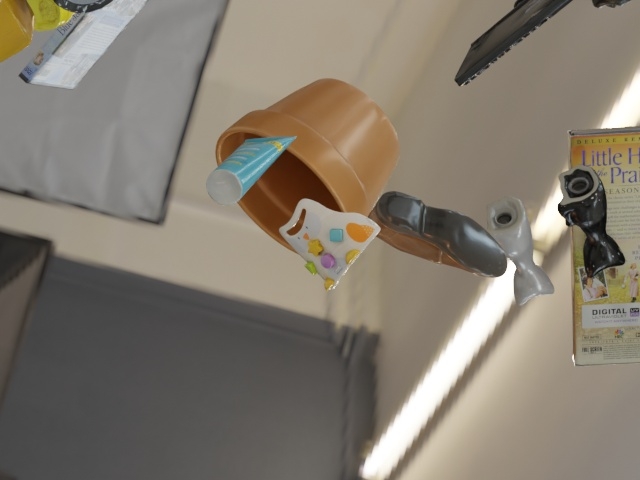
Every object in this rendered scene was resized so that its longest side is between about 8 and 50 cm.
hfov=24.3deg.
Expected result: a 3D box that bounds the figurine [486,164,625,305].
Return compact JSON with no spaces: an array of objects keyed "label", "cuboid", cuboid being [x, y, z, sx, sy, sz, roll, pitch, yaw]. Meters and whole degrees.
[{"label":"figurine","cuboid":[0.392,0.006,2.489,0.092,0.215,0.209,-105,169,-50]}]

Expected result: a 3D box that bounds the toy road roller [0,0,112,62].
[{"label":"toy road roller","cuboid":[-0.377,-0.323,1.505,0.202,0.329,0.240,54,-6,36]}]

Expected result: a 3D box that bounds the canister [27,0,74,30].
[{"label":"canister","cuboid":[-0.305,-0.346,1.825,0.170,0.073,0.126,-43,124,-48]}]

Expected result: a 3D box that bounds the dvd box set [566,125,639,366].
[{"label":"dvd box set","cuboid":[0.587,0.007,2.586,0.062,0.308,0.420,-84,170,-75]}]

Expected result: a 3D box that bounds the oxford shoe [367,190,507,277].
[{"label":"oxford shoe","cuboid":[0.163,0.000,2.084,0.076,0.212,0.076,-49,-162,54]}]

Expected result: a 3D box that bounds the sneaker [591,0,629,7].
[{"label":"sneaker","cuboid":[0.454,-0.471,2.541,0.087,0.227,0.130,-47,151,-18]}]

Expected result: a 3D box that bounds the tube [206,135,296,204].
[{"label":"tube","cuboid":[-0.101,-0.109,2.089,0.207,0.080,0.052,-54,143,-62]}]

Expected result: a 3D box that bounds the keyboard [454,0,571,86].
[{"label":"keyboard","cuboid":[0.305,-0.324,1.943,0.317,0.033,0.201,-37,-164,40]}]

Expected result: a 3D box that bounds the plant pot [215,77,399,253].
[{"label":"plant pot","cuboid":[-0.002,-0.136,2.503,0.203,0.291,0.291,-47,180,-26]}]

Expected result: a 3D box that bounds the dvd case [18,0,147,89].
[{"label":"dvd case","cuboid":[-0.338,-0.332,2.254,0.253,0.022,0.180,-48,172,10]}]

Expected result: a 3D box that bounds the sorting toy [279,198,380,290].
[{"label":"sorting toy","cuboid":[0.000,0.000,1.383,0.083,0.075,0.045,-54,174,38]}]
